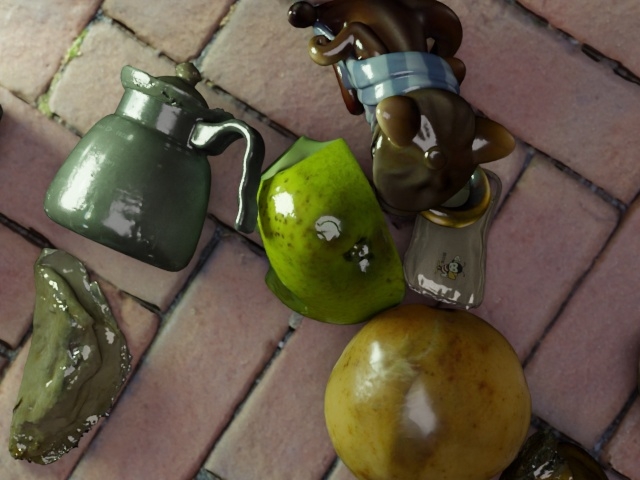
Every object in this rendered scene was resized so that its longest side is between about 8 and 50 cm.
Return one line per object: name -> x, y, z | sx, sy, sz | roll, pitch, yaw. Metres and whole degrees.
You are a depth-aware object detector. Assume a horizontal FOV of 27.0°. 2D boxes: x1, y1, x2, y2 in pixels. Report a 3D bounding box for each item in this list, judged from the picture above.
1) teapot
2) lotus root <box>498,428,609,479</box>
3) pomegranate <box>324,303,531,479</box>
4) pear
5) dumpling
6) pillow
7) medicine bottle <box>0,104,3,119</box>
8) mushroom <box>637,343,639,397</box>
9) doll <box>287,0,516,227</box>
teapot -> -0.222, -0.115, 1.846 | 0.223, 0.305, 0.285 | 24, 87, -27
lotus root -> 0.362, 0.440, 1.915 | 0.179, 0.196, 0.397 | -26, 115, -5
pomegranate -> 0.149, 0.225, 1.883 | 0.307, 0.307, 0.307 | 0, 95, -1
pear -> 0.000, 0.000, 1.857 | 0.176, 0.282, 0.286 | -25, 95, -6
dumpling -> -0.368, 0.185, 1.968 | 0.166, 0.086, 0.332 | 9, 99, 1
pillow -> 0.190, -0.015, 1.933 | 0.130, 0.038, 0.233 | 17, 64, -8
medicine bottle -> -0.574, -0.099, 1.898 | 0.165, 0.165, 0.273 | 22, 94, -2
mushroom -> 0.547, 0.231, 1.970 | 0.236, 0.173, 0.162 | -32, 51, -33
doll -> 0.108, -0.191, 1.843 | 0.318, 0.340, 0.209 | 10, 134, -36
